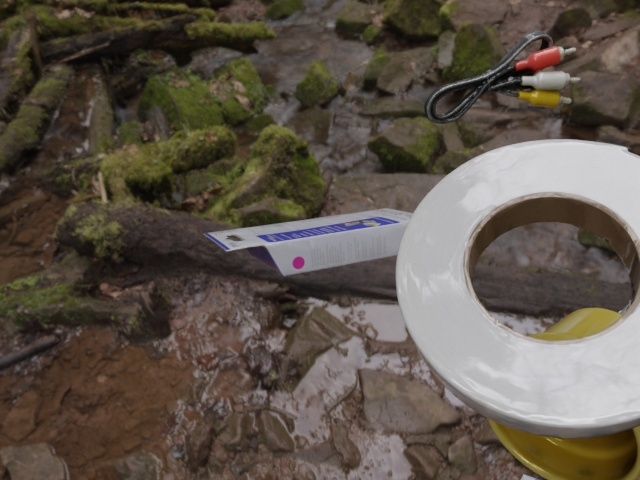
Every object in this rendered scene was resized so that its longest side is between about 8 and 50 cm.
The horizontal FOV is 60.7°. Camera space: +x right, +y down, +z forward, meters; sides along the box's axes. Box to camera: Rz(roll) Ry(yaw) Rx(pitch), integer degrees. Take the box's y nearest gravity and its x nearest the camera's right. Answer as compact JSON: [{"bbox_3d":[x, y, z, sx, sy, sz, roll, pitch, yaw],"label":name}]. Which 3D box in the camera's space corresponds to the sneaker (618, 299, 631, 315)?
[{"bbox_3d":[0.771,0.252,1.374,0.169,0.447,0.257,39,95,14],"label":"sneaker"}]

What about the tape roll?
[{"bbox_3d":[0.291,0.043,0.693,0.391,0.072,0.392,-9,59,16],"label":"tape roll"}]

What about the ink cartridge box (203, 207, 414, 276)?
[{"bbox_3d":[0.000,0.000,0.942,0.370,0.069,0.175,-7,11,-22],"label":"ink cartridge box"}]

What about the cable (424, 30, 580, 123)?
[{"bbox_3d":[0.332,-0.293,0.997,0.287,0.140,0.072,-14,27,-9],"label":"cable"}]

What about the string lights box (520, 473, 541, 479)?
[{"bbox_3d":[0.728,0.831,1.676,0.259,0.077,0.133,5,25,42],"label":"string lights box"}]

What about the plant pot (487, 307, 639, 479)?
[{"bbox_3d":[0.441,0.240,0.923,0.254,0.254,0.239,29,43,30],"label":"plant pot"}]
